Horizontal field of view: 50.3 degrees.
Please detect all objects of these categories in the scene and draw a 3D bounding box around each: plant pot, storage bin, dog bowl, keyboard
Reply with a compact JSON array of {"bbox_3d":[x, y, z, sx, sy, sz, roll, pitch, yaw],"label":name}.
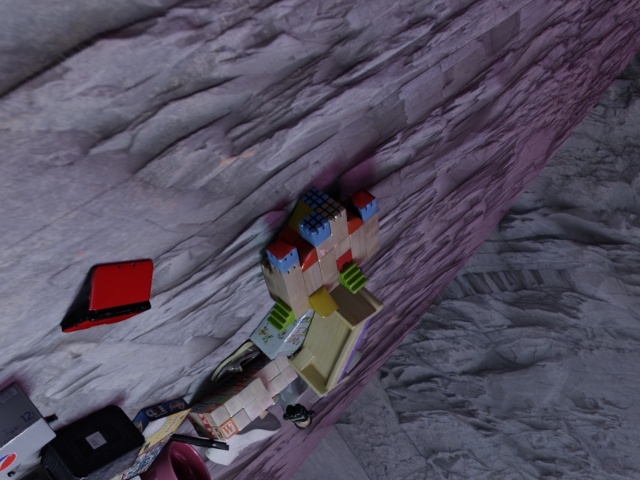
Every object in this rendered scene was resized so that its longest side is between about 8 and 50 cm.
[{"bbox_3d":[-0.433,0.691,1.918,0.180,0.201,0.201,-34,160,7],"label":"plant pot"},{"bbox_3d":[-0.483,0.447,1.451,0.180,0.122,0.084,-19,145,-52],"label":"storage bin"},{"bbox_3d":[-0.016,0.473,2.408,0.349,0.102,0.348,-36,162,-14],"label":"dog bowl"},{"bbox_3d":[-0.335,0.547,1.861,0.108,0.180,0.023,49,49,-55],"label":"keyboard"}]

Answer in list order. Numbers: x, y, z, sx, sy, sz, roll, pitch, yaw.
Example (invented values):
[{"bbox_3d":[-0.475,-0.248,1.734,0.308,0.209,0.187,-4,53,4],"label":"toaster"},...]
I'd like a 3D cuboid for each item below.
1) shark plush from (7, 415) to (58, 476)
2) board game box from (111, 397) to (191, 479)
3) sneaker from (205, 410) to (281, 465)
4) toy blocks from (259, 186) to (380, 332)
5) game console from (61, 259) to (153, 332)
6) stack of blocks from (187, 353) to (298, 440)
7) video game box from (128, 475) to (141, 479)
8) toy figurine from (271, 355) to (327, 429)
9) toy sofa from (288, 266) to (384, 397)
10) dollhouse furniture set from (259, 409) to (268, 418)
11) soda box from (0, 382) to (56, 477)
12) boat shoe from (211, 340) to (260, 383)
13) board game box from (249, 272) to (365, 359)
[{"bbox_3d":[-0.574,0.380,1.295,0.067,0.073,0.161,-41,-169,43],"label":"shark plush"},{"bbox_3d":[-0.454,0.518,1.749,0.243,0.042,0.165,-54,158,16],"label":"board game box"},{"bbox_3d":[-0.269,0.668,2.315,0.169,0.108,0.293,-52,149,17],"label":"sneaker"},{"bbox_3d":[0.000,0.000,1.574,0.381,0.191,0.260,-39,147,-21],"label":"toy blocks"},{"bbox_3d":[-0.373,0.098,1.198,0.124,0.085,0.144,-23,171,28],"label":"game console"},{"bbox_3d":[-0.207,0.428,1.900,0.297,0.087,0.171,-33,-171,-35],"label":"stack of blocks"},{"bbox_3d":[-0.506,0.756,1.815,0.205,0.187,0.048,-44,160,27],"label":"video game box"},{"bbox_3d":[-0.078,0.458,2.137,0.209,0.213,0.148,-54,153,-17],"label":"toy figurine"},{"bbox_3d":[0.052,0.244,1.840,0.177,0.150,0.362,-29,152,-37],"label":"toy sofa"},{"bbox_3d":[-0.220,0.521,2.121,0.091,0.114,0.081,-48,164,-6],"label":"dollhouse furniture set"},{"bbox_3d":[-0.598,0.373,1.135,0.286,0.091,0.098,-38,156,-25],"label":"soda box"},{"bbox_3d":[-0.230,0.338,1.858,0.152,0.049,0.056,-44,160,-9],"label":"boat shoe"},{"bbox_3d":[-0.031,0.185,1.914,0.303,0.097,0.224,-53,158,11],"label":"board game box"}]
